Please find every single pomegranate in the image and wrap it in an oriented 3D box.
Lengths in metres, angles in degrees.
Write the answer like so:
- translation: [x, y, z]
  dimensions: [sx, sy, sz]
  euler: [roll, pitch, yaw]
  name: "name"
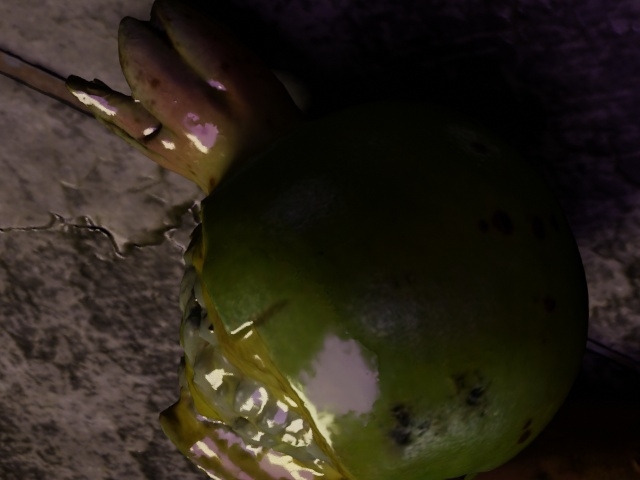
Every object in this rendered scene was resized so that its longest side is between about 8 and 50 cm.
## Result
- translation: [0.000, 0.000, 0.960]
  dimensions: [0.302, 0.236, 0.236]
  euler: [55, 134, 11]
  name: "pomegranate"

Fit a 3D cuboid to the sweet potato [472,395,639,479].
- translation: [0.174, 0.166, 1.099]
  dimensions: [0.369, 0.158, 0.158]
  euler: [-7, 131, 15]
  name: "sweet potato"
